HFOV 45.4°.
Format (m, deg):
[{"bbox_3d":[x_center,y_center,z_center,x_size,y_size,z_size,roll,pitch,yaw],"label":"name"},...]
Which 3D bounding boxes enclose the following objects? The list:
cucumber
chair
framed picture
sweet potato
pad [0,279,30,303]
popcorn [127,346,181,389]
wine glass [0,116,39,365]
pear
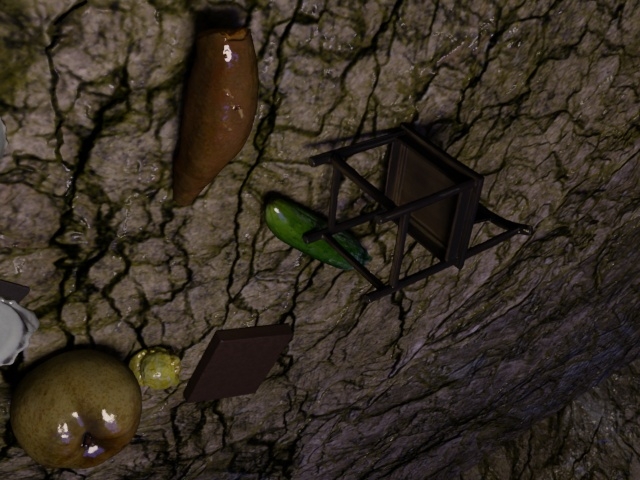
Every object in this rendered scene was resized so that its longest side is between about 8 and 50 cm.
[{"bbox_3d":[0.000,0.000,1.008,0.056,0.056,0.250,-40,143,17],"label":"cucumber"},{"bbox_3d":[0.127,-0.047,0.928,0.260,0.154,0.141,-21,136,-29],"label":"chair"},{"bbox_3d":[-0.131,0.195,1.205,0.128,0.023,0.168,-1,138,-34],"label":"framed picture"},{"bbox_3d":[-0.103,-0.116,0.761,0.077,0.077,0.244,-11,147,-25],"label":"sweet potato"},{"bbox_3d":[-0.448,0.102,0.863,0.211,0.003,0.143,-40,146,18],"label":"pad"},{"bbox_3d":[-0.236,0.181,1.081,0.083,0.060,0.068,-8,178,10],"label":"popcorn"},{"bbox_3d":[-0.310,-0.005,0.609,0.156,0.232,0.156,-19,145,-14],"label":"wine glass"},{"bbox_3d":[-0.317,0.224,1.002,0.167,0.136,0.167,-19,141,-16],"label":"pear"}]
